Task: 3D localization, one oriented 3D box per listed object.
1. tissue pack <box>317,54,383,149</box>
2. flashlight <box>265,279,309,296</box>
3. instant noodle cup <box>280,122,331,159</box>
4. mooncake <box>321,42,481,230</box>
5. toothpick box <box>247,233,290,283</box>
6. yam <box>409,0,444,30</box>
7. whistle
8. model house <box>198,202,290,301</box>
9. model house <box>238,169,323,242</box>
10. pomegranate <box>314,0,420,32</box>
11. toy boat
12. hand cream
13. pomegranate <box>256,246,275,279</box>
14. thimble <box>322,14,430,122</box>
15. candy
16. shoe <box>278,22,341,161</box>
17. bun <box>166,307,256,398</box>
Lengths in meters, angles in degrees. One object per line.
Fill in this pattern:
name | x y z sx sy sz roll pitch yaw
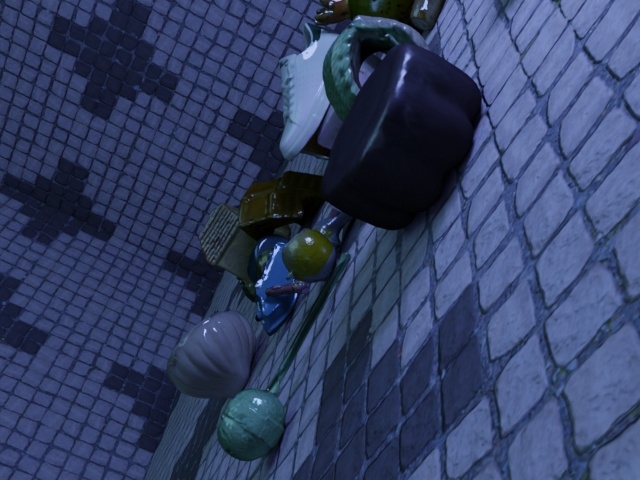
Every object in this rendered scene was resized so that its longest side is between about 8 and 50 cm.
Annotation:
tissue pack | 0.089 -0.355 1.949 0.185 0.124 0.225 -53 15 41
flashlight | -0.076 0.110 1.741 0.052 0.110 0.031 -77 -28 -53
instant noodle cup | -0.010 -0.345 2.231 0.230 0.230 0.183 -157 83 -80
mooncake | 0.121 -0.156 1.186 0.306 0.154 0.306 -61 9 17
toothpick box | -0.146 0.065 2.136 0.120 0.120 0.184 -68 8 -25
yam | 0.303 -0.672 1.782 0.372 0.083 0.083 -66 10 -10
whistle | 0.006 0.011 1.588 0.223 0.123 0.123 -45 2 -23
model house | -0.261 0.017 2.451 0.261 0.266 0.321 -58 10 10
model house | -0.089 -0.094 2.143 0.239 0.174 0.268 -15 26 16
pomegranate | 0.134 -0.604 1.867 0.231 0.285 0.231 -166 90 -85
toy boat | -0.099 0.121 1.828 0.098 0.109 0.238 79 -158 -52
hand cream | 0.000 0.000 1.740 0.067 0.043 0.210 7 -67 -59
pomegranate | -0.109 0.085 1.961 0.114 0.114 0.142 128 137 -51
thimble | 0.112 -0.333 1.494 0.219 0.218 0.150 -65 8 -7
candy | -0.047 0.203 1.396 0.440 0.119 0.119 -59 7 -22
shoe | -0.051 -0.391 1.932 0.363 0.160 0.132 -65 9 -9
bun | -0.256 0.325 1.970 0.263 0.175 0.263 -37 -25 -20
